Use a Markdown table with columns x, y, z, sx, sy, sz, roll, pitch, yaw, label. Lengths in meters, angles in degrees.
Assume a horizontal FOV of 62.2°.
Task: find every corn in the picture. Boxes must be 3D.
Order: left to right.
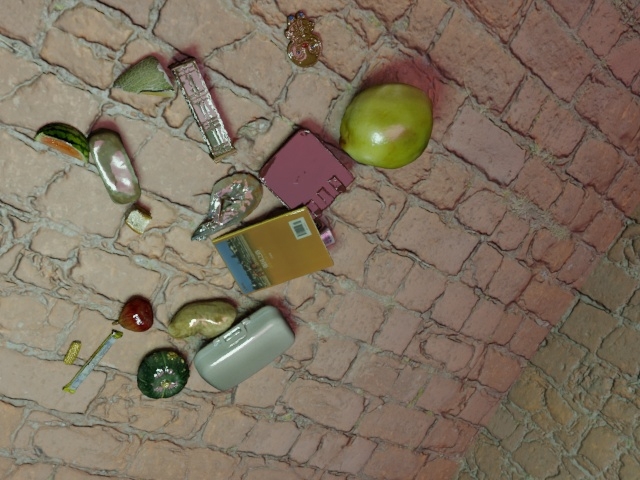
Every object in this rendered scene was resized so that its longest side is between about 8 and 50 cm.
| x | y | z | sx | sy | sz | roll | pitch | yaw | label |
| --- | --- | --- | --- | --- | --- | --- | --- | --- | --- |
| -0.865 | 0.393 | 1.852 | 0.037 | 0.037 | 0.092 | 22 | 99 | -29 | corn |

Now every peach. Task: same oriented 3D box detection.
| x | y | z | sx | sy | sz | roll | pitch | yaw | label |
| --- | --- | --- | --- | --- | --- | --- | --- | --- | --- |
| 0.235 | -0.393 | 1.846 | 0.315 | 0.282 | 0.315 | 7 | 114 | -17 | peach |

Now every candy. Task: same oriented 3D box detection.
| x | y | z | sx | sy | sz | roll | pitch | yaw | label |
| --- | --- | --- | --- | --- | --- | --- | --- | --- | --- |
| -0.637 | -0.228 | 1.643 | 0.102 | 0.104 | 0.234 | -21 | 118 | -16 | candy |

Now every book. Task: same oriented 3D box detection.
| x | y | z | sx | sy | sz | roll | pitch | yaw | label |
| --- | --- | --- | --- | --- | --- | --- | --- | --- | --- |
| -0.169 | 0.045 | 1.924 | 0.373 | 0.028 | 0.263 | -19 | 120 | 12 | book |

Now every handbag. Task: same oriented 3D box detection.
| x | y | z | sx | sy | sz | roll | pitch | yaw | label |
| --- | --- | --- | --- | --- | --- | --- | --- | --- | --- |
| -0.052 | -0.224 | 1.872 | 0.275 | 0.084 | 0.260 | 42 | 90 | -16 | handbag |

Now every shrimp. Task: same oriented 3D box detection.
| x | y | z | sx | sy | sz | roll | pitch | yaw | label |
| --- | --- | --- | --- | --- | --- | --- | --- | --- | --- |
| -0.340 | -0.115 | 1.847 | 0.316 | 0.062 | 0.164 | -39 | 117 | -8 | shrimp |

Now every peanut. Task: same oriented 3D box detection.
| x | y | z | sx | sy | sz | roll | pitch | yaw | label |
| --- | --- | --- | --- | --- | --- | --- | --- | --- | --- |
| -0.430 | 0.293 | 1.943 | 0.252 | 0.122 | 0.137 | -1 | 94 | -21 | peanut |

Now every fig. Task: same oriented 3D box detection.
| x | y | z | sx | sy | sz | roll | pitch | yaw | label |
| --- | --- | --- | --- | --- | --- | --- | --- | --- | --- |
| -0.660 | 0.261 | 1.845 | 0.152 | 0.119 | 0.119 | -3 | 113 | -6 | fig |

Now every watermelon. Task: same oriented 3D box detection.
| x | y | z | sx | sy | sz | roll | pitch | yaw | label |
| --- | --- | --- | --- | --- | --- | --- | --- | --- | --- |
| -0.759 | -0.296 | 1.583 | 0.163 | 0.069 | 0.087 | 24 | 100 | -27 | watermelon |

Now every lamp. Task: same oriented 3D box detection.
| x | y | z | sx | sy | sz | roll | pitch | yaw | label |
| --- | --- | --- | --- | --- | --- | --- | --- | --- | --- |
| -0.371 | -0.412 | 1.688 | 0.090 | 0.089 | 0.326 | -28 | 119 | -10 | lamp |

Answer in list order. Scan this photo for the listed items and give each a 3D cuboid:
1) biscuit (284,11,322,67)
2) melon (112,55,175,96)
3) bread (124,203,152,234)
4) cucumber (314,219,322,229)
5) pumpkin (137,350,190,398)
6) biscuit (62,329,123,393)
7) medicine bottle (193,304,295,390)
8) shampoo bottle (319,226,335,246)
| x | y | z | sx | sy | sz | roll | pitch | yaw | label |
| --- | --- | --- | --- | --- | --- | --- | --- | --- | --- |
| -0.060 | -0.658 | 1.752 | 0.124 | 0.026 | 0.175 | -26 | 120 | -12 | biscuit |
| -0.523 | -0.492 | 1.605 | 0.202 | 0.093 | 0.140 | 5 | 83 | 5 | melon |
| -0.601 | -0.070 | 1.740 | 0.070 | 0.083 | 0.077 | 33 | 97 | -27 | bread |
| -0.098 | 0.033 | 2.004 | 0.072 | 0.072 | 0.300 | 30 | 101 | -30 | cucumber |
| -0.578 | 0.494 | 1.953 | 0.190 | 0.146 | 0.191 | -14 | 111 | -41 | pumpkin |
| -0.813 | 0.437 | 1.898 | 0.292 | 0.026 | 0.048 | -49 | 125 | 3 | biscuit |
| -0.282 | 0.414 | 2.025 | 0.375 | 0.123 | 0.282 | -33 | 143 | -6 | medicine bottle |
| 0.000 | 0.000 | 2.049 | 0.099 | 0.043 | 0.072 | -30 | 119 | -8 | shampoo bottle |
